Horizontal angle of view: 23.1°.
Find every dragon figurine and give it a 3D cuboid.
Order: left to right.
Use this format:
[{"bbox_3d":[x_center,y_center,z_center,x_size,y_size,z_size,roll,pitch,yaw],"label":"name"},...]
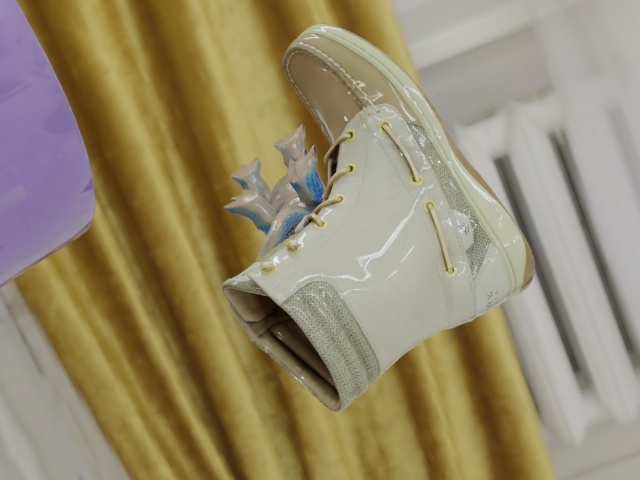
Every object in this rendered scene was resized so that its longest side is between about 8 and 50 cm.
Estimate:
[{"bbox_3d":[0.000,0.000,1.221,0.085,0.144,0.289,-36,15,4],"label":"dragon figurine"}]

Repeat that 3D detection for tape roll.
[{"bbox_3d":[-0.175,-0.060,0.613,0.080,0.189,0.189,-35,22,-22],"label":"tape roll"}]

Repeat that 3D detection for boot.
[{"bbox_3d":[0.005,-0.019,0.936,0.165,0.213,0.077,-32,-13,-24],"label":"boot"}]
